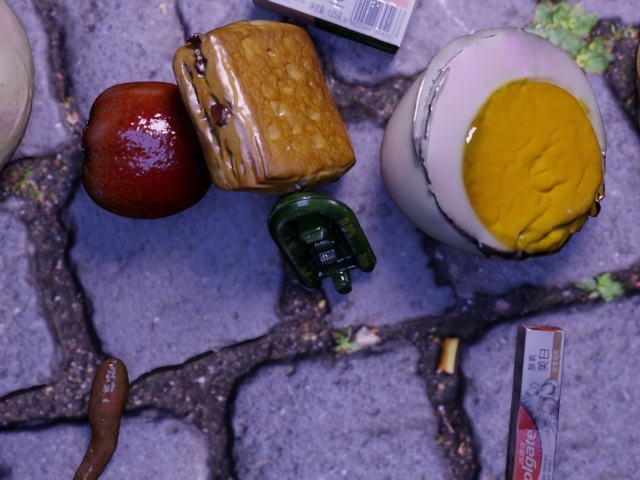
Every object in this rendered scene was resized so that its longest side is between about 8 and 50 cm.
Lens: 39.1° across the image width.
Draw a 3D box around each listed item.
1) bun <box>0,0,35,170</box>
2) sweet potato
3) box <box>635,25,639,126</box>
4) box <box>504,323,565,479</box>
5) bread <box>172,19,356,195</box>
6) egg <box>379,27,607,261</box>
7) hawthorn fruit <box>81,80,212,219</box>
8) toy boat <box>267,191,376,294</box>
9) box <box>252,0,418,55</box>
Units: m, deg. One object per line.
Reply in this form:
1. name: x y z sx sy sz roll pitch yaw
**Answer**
1. bun: -0.523 -0.179 1.046 0.360 0.213 0.361 0 91 1
2. sweet potato: -0.285 0.250 1.157 0.050 0.050 0.214 15 98 -1
3. box: 0.434 -0.211 1.097 0.111 0.111 0.177 0 93 0
4. box: 0.275 0.218 1.155 0.055 0.039 0.218 5 94 -1
5. bread: -0.067 -0.149 1.044 0.099 0.235 0.211 -23 89 31
6. egg: 0.196 -0.108 1.077 0.286 0.174 0.265 -8 93 -25
7. hawthorn fruit: -0.191 -0.105 1.078 0.188 0.169 0.169 10 94 -5
8. toy boat: 0.000 0.000 1.079 0.104 0.210 0.052 -14 57 10
9. box: 0.026 -0.325 1.100 0.199 0.081 0.135 20 93 -3
